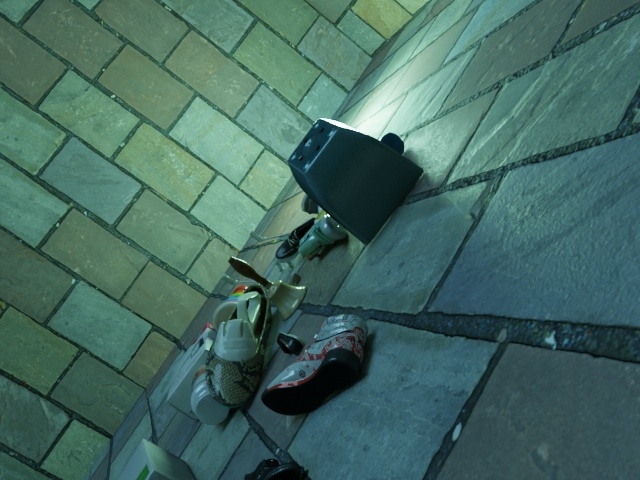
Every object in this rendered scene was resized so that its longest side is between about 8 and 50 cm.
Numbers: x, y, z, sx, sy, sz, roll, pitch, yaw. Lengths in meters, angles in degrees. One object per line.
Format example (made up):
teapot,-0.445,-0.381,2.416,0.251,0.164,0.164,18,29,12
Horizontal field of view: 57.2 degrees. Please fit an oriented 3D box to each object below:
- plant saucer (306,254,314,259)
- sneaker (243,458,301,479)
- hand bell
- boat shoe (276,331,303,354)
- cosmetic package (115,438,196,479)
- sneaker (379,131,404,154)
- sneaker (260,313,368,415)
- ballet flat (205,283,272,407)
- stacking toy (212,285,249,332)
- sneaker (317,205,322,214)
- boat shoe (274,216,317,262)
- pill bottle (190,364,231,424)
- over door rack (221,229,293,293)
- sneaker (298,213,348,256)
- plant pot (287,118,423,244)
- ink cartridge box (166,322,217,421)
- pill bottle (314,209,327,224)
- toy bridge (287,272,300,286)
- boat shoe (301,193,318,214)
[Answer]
plant saucer,-0.019,0.031,1.971,0.083,0.013,0.083,-49,13,16
sneaker,-0.091,0.429,1.074,0.170,0.051,0.089,-52,17,26
hand bell,-0.174,0.124,1.760,0.126,0.242,0.126,-51,12,16
boat shoe,-0.087,0.266,1.507,0.042,0.049,0.133,-50,15,-20
cosmetic package,-0.427,0.653,1.478,0.197,0.155,0.365,-59,15,-18
sneaker,0.180,-0.239,1.797,0.229,0.087,0.092,-58,12,-27
sneaker,-0.007,0.247,1.177,0.270,0.090,0.145,-39,18,38
ballet flat,-0.231,0.266,1.705,0.483,0.164,0.182,-80,-6,-67
stacking toy,-0.307,0.254,2.208,0.141,0.141,0.330,-52,6,9
sneaker,0.065,-0.174,2.047,0.237,0.085,0.086,-59,9,-17
boat shoe,-0.083,-0.007,2.048,0.219,0.070,0.078,-40,59,11
pill bottle,-0.312,0.444,1.690,0.121,0.121,0.216,-54,13,-1
over door rack,-0.203,0.082,2.228,0.324,0.108,0.239,3,55,50
sneaker,0.000,0.000,1.788,0.151,0.094,0.256,-47,3,4
plant pot,0.063,-0.183,1.553,0.248,0.252,0.247,-53,30,4
ink cartridge box,-0.405,0.442,2.022,0.226,0.131,0.306,-54,11,1
pill bottle,0.019,-0.067,1.974,0.116,0.065,0.065,-56,12,-8
toy bridge,-0.130,0.172,1.971,0.188,0.026,0.063,-39,20,50
boat shoe,0.037,-0.219,2.309,0.335,0.095,0.112,-58,-23,-35
